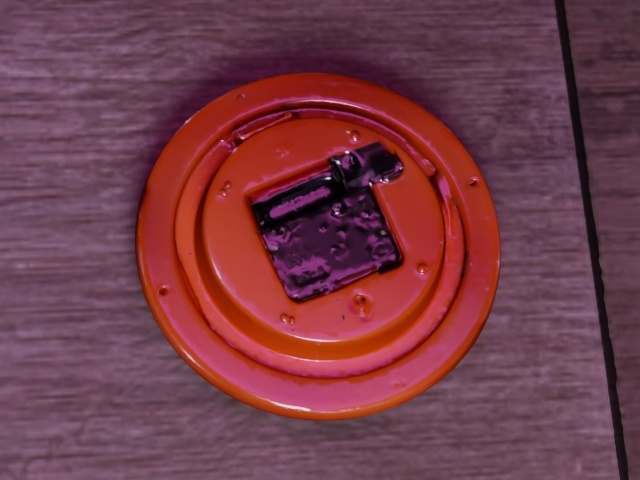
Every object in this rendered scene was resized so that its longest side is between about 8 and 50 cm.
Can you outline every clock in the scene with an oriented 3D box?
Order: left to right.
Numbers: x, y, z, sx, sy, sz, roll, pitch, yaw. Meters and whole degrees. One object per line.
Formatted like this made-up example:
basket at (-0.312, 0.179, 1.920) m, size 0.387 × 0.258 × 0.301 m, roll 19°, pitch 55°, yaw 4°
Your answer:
clock at (0.000, 0.000, 0.994) m, size 0.205 × 0.051 × 0.205 m, roll 2°, pitch 70°, yaw -5°
